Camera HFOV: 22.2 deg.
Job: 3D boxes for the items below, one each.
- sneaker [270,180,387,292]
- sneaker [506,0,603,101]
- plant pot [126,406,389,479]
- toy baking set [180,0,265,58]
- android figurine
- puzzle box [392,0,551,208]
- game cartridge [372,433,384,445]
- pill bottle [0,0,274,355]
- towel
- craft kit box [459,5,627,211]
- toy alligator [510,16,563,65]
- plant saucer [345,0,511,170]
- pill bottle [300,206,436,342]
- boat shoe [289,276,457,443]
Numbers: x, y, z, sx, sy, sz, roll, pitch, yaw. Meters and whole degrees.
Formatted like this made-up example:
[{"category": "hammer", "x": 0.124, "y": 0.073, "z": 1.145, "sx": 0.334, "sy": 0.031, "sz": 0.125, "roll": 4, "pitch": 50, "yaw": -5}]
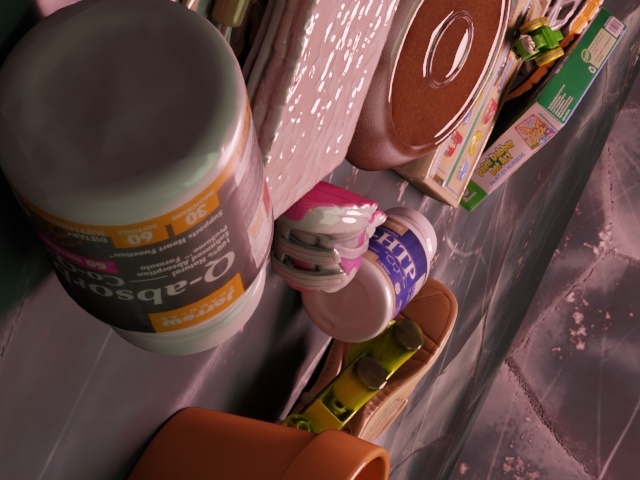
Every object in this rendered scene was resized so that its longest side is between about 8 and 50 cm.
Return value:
[{"category": "sneaker", "x": 0.000, "y": 0.000, "z": 1.656, "sx": 0.111, "sy": 0.103, "sz": 0.252, "roll": -67, "pitch": 164, "yaw": -2}, {"category": "sneaker", "x": 0.302, "y": -0.285, "z": 2.291, "sx": 0.215, "sy": 0.083, "sz": 0.084, "roll": -52, "pitch": -173, "yaw": 5}, {"category": "plant pot", "x": -0.085, "y": 0.299, "z": 1.635, "sx": 0.291, "sy": 0.203, "sz": 0.291, "roll": -58, "pitch": 163, "yaw": -29}, {"category": "toy baking set", "x": -0.061, "y": -0.194, "z": 1.289, "sx": 0.256, "sy": 0.030, "sz": 0.197, "roll": -53, "pitch": 160, "yaw": -39}, {"category": "android figurine", "x": 0.012, "y": 0.190, "z": 1.913, "sx": 0.248, "sy": 0.056, "sz": 0.273, "roll": -42, "pitch": 178, "yaw": -42}, {"category": "puzzle box", "x": 0.216, "y": -0.248, "z": 2.102, "sx": 0.409, "sy": 0.052, "sz": 0.272, "roll": -66, "pitch": 166, "yaw": 0}, {"category": "game cartridge", "x": 0.015, "y": 0.333, "z": 2.319, "sx": 0.294, "sy": 0.060, "sz": 0.196, "roll": -62, "pitch": 161, "yaw": -13}, {"category": "pill bottle", "x": -0.116, "y": -0.031, "z": 1.108, "sx": 0.162, "sy": 0.162, "sz": 0.278, "roll": -60, "pitch": 163, "yaw": -20}, {"category": "towel", "x": 0.005, "y": -0.183, "z": 1.449, "sx": 0.317, "sy": 0.053, "sz": 0.332, "roll": -43, "pitch": 156, "yaw": -63}, {"category": "craft kit box", "x": 0.306, "y": -0.186, "z": 2.324, "sx": 0.250, "sy": 0.061, "sz": 0.246, "roll": -53, "pitch": -179, "yaw": -40}, {"category": "toy alligator", "x": 0.266, "y": -0.247, "z": 2.081, "sx": 0.051, "sy": 0.056, "sz": 0.190, "roll": -27, "pitch": 180, "yaw": 24}, {"category": "plant saucer", "x": 0.121, "y": -0.209, "z": 1.732, "sx": 0.310, "sy": 0.050, "sz": 0.310, "roll": -42, "pitch": 147, "yaw": -35}, {"category": "pill bottle", "x": 0.064, "y": 0.032, "z": 1.901, "sx": 0.187, "sy": 0.112, "sz": 0.112, "roll": -43, "pitch": 153, "yaw": -56}, {"category": "boat shoe", "x": 0.053, "y": 0.189, "z": 2.122, "sx": 0.341, "sy": 0.122, "sz": 0.110, "roll": -49, "pitch": 164, "yaw": -20}]
